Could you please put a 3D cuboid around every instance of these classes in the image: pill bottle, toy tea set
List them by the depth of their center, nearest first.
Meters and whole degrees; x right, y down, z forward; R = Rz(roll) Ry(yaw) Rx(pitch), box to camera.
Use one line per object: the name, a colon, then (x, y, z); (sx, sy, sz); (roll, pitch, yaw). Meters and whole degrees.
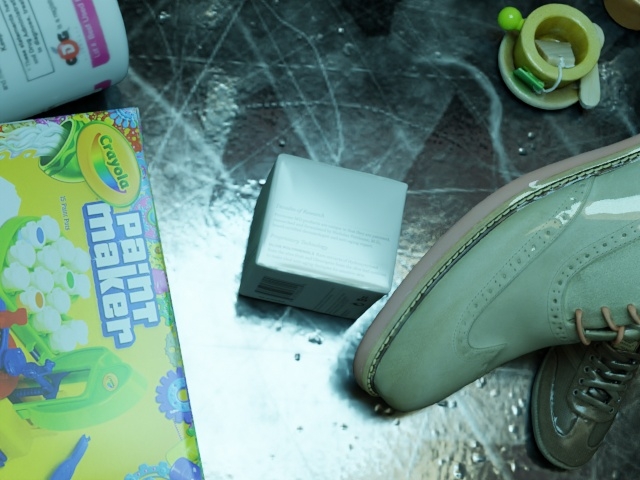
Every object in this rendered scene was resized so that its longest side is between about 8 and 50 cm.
pill bottle: (-0.294, -0.141, 0.772); (0.283, 0.160, 0.160); (-24, 80, -16)
toy tea set: (0.268, -0.186, 0.902); (0.336, 0.124, 0.200); (24, 72, -3)

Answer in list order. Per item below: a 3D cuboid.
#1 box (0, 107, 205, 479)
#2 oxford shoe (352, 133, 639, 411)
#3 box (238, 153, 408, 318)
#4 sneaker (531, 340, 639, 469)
box: (-0.231, 0.094, 0.709); (0.279, 0.177, 0.289); (-9, 76, -12)
oxford shoe: (0.205, 0.020, 0.770); (0.397, 0.140, 0.146); (-35, 61, 7)
box: (0.000, 0.000, 0.815); (0.102, 0.101, 0.087); (12, 73, -8)
sneaker: (0.218, 0.084, 0.845); (0.066, 0.071, 0.188); (24, 71, -3)
